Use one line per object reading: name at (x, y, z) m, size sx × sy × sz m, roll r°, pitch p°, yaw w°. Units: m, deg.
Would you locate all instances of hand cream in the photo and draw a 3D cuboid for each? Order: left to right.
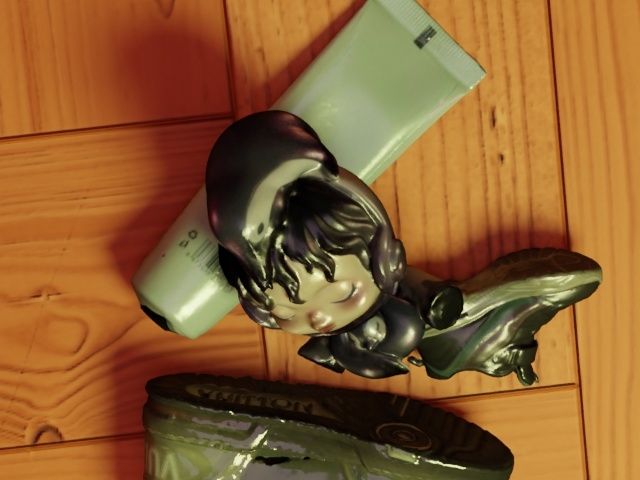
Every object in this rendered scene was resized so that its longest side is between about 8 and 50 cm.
hand cream at (-0.019, -0.052, 1.362) m, size 0.109 × 0.067 × 0.320 m, roll 44°, pitch 92°, yaw -10°

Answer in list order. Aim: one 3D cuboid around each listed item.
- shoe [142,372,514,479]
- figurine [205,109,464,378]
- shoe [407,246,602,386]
shoe at (-0.004, 0.198, 1.385) m, size 0.293 × 0.109 × 0.149 m, roll 11°, pitch 104°, yaw -1°
figurine at (0.000, 0.000, 1.294) m, size 0.145 × 0.145 × 0.222 m, roll -42°, pitch 129°, yaw 6°
shoe at (0.147, 0.070, 1.383) m, size 0.169 × 0.071 × 0.099 m, roll -18°, pitch 104°, yaw 5°
